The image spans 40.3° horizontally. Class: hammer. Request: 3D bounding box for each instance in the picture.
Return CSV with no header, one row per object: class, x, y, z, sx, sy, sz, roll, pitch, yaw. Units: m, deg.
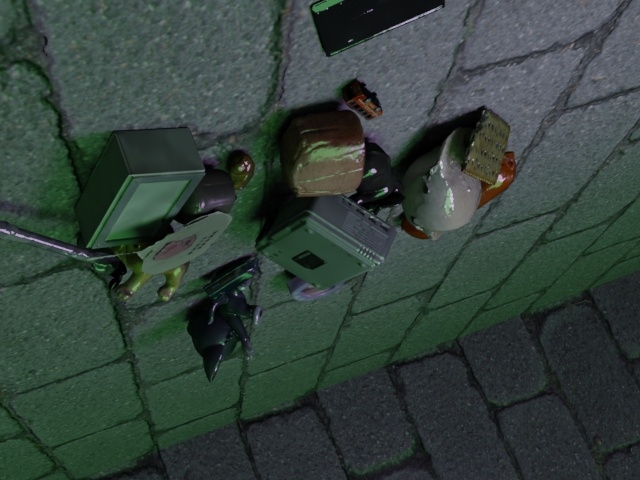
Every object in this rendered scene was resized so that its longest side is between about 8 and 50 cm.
hammer,-0.475,-0.012,1.364,0.427,0.152,0.044,24,102,-51

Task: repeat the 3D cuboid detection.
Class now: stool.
stool,-0.205,-0.078,1.486,0.110,0.096,0.096,-9,156,-44

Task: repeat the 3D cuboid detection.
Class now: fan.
fan,-0.268,0.016,1.442,0.182,0.010,0.310,-44,163,30

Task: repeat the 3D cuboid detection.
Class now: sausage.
sausage,0.318,-0.093,2.025,0.097,0.094,0.348,1,150,-41

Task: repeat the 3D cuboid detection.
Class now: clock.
clock,-0.009,0.088,2.168,0.172,0.064,0.198,-12,157,-29

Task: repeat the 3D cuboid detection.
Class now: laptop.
laptop,0.087,-0.337,1.259,0.197,0.016,0.135,-24,159,2

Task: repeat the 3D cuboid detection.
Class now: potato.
potato,-0.137,-0.121,1.522,0.047,0.045,0.092,-3,151,-11

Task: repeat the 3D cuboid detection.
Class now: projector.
projector,0.000,0.000,1.702,0.192,0.099,0.257,34,154,-15

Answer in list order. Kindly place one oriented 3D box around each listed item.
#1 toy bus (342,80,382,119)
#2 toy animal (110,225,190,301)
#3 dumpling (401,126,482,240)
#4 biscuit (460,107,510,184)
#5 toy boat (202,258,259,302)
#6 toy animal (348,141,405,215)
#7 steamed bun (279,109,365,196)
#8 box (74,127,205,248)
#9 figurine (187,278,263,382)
toy bus,0.072,-0.236,1.481,0.043,0.031,0.110,-23,162,19
toy animal,-0.318,0.031,1.620,0.169,0.121,0.233,-39,161,9
dumpling,0.278,-0.128,1.831,0.227,0.175,0.243,-47,-173,-27
biscuit,0.339,-0.190,1.773,0.016,0.144,0.203,16,-179,30
toy boat,-0.196,0.082,1.961,0.141,0.060,0.055,-33,160,5
toy animal,0.085,-0.104,1.706,0.146,0.114,0.245,-22,163,5
steamed bun,0.000,-0.152,1.513,0.145,0.106,0.175,-6,147,-12
box,-0.293,-0.079,1.396,0.130,0.086,0.225,-8,156,-36
figurine,-0.223,0.198,2.069,0.140,0.193,0.265,-12,145,-26
